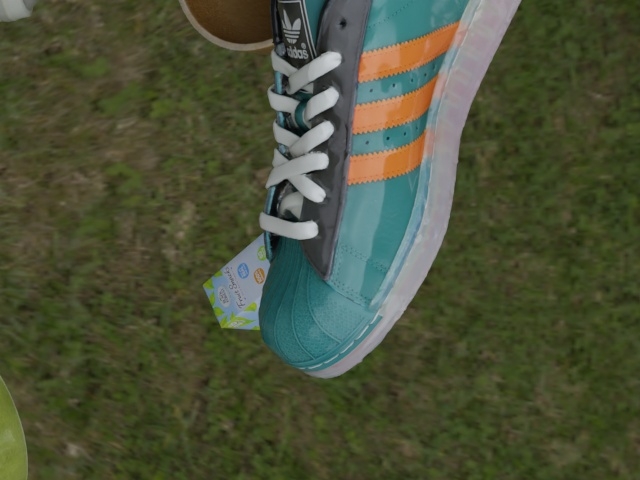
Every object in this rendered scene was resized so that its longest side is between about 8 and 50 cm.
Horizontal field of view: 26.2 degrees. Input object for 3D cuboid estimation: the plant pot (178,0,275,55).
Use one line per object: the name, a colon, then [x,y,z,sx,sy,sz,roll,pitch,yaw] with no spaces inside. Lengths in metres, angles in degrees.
plant pot: [0.044,-0.252,1.182,0.254,0.237,0.237,10,85,-45]

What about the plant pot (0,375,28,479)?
plant pot: [-0.462,0.229,1.244,0.293,0.275,0.274,-32,108,-65]

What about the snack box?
snack box: [-0.007,0.028,1.632,0.174,0.207,0.070,8,51,-50]

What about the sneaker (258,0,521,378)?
sneaker: [0.013,-0.081,0.729,0.121,0.108,0.302,21,87,-32]

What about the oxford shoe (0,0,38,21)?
oxford shoe: [-0.126,-0.279,0.647,0.130,0.449,0.169,-7,53,-19]
